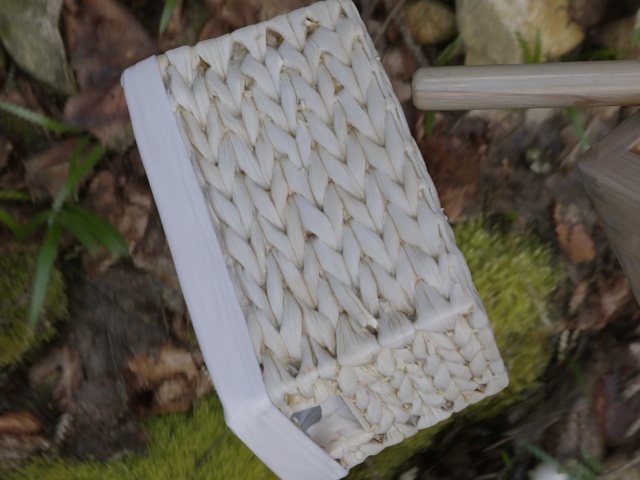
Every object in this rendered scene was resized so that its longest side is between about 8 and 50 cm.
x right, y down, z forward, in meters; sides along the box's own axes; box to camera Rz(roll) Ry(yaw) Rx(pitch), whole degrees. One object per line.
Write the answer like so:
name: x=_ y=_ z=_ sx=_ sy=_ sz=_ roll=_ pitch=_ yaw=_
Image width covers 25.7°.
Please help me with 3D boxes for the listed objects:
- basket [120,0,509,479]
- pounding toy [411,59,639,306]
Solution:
basket: x=0.000 y=0.000 z=0.573 sx=0.103 sy=0.113 sz=0.167 roll=-22 pitch=62 yaw=5
pounding toy: x=0.121 y=-0.017 z=0.322 sx=0.130 sy=0.141 sz=0.100 roll=-37 pitch=123 yaw=-10
